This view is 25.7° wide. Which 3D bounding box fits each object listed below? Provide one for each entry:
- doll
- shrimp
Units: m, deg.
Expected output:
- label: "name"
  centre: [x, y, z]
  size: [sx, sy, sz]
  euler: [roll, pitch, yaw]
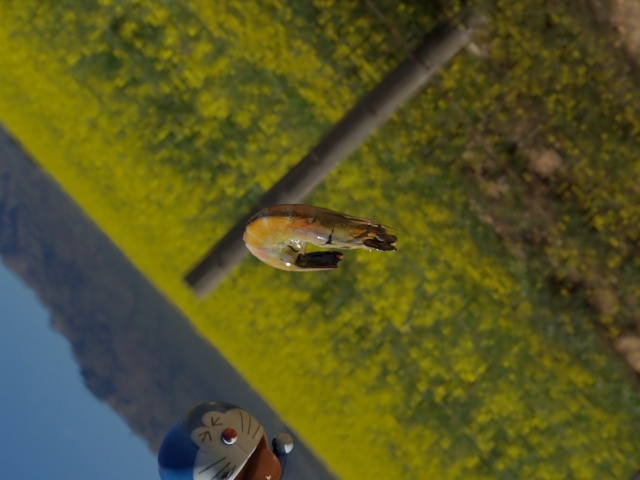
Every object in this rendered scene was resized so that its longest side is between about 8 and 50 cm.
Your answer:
- label: "doll"
  centre: [-0.121, 0.352, 1.995]
  size: [0.257, 0.215, 0.161]
  euler: [50, 154, -21]
- label: "shrimp"
  centre: [0.000, 0.000, 2.234]
  size: [0.150, 0.248, 0.068]
  euler: [93, 180, -52]
